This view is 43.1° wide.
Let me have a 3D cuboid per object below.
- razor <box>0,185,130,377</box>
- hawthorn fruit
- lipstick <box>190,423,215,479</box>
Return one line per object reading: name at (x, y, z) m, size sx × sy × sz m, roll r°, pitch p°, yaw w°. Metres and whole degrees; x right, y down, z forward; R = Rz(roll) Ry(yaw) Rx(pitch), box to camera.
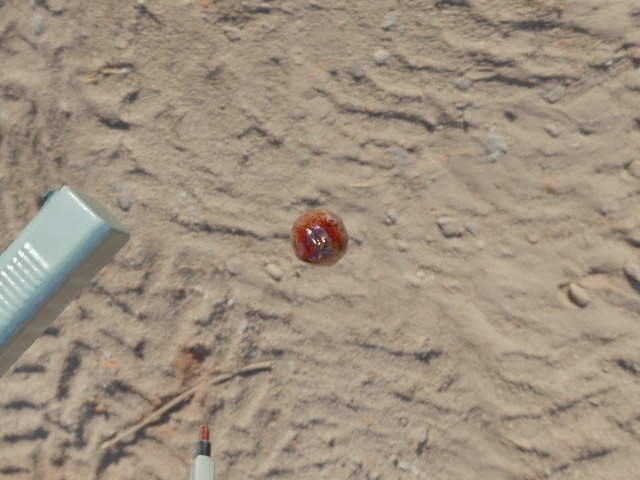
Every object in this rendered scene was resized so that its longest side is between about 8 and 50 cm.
razor at (-0.185, 0.086, 0.328) m, size 0.278 × 0.111 × 0.056 m, roll -40°, pitch 78°, yaw 2°
hawthorn fruit at (0.000, 0.000, 0.881) m, size 0.067 × 0.103 × 0.066 m, roll 0°, pitch 97°, yaw -4°
lipstick at (-0.144, 0.269, 1.001) m, size 0.025 × 0.107 × 0.025 m, roll 17°, pitch 123°, yaw -17°
